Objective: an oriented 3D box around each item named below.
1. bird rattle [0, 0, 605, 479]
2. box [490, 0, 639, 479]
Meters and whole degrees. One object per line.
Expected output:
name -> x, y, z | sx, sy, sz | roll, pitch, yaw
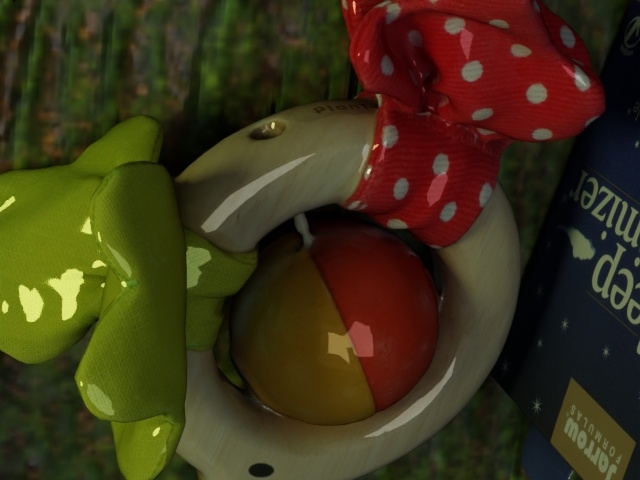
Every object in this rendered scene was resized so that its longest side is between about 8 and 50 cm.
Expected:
bird rattle -> 0.000, 0.000, 0.654 | 0.253, 0.143, 0.207 | -31, 128, -17
box -> 0.129, 0.017, 0.663 | 0.036, 0.136, 0.225 | 12, 106, -21
